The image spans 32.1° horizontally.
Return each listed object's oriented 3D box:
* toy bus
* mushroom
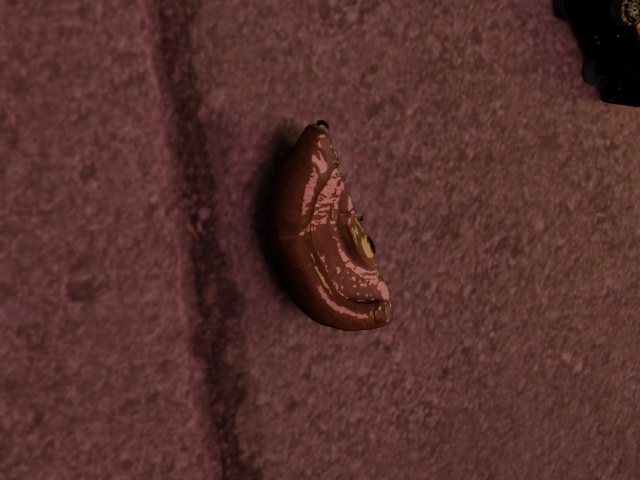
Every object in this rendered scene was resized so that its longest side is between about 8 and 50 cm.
[{"bbox_3d":[0.334,-0.248,1.201,0.114,0.098,0.201,-47,126,-19],"label":"toy bus"},{"bbox_3d":[-0.002,-0.001,1.027,0.094,0.072,0.209,-36,118,-27],"label":"mushroom"}]
